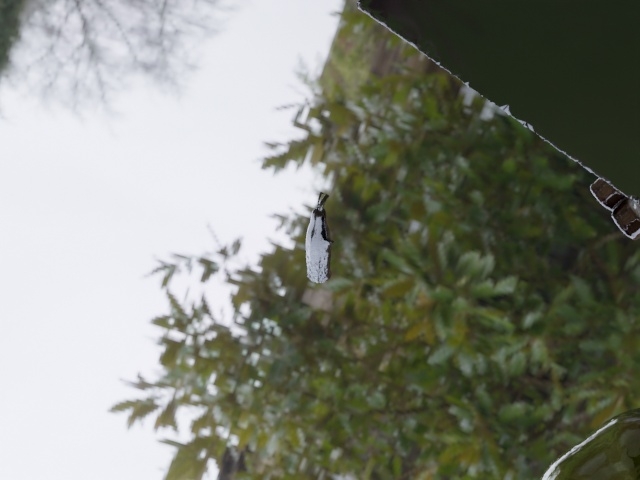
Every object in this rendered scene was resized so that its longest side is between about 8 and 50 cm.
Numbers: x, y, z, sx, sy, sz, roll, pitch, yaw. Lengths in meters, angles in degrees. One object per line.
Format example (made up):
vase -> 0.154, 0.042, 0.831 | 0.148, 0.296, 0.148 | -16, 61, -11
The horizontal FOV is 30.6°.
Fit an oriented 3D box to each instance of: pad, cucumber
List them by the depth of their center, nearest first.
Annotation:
pad -> 0.154, -0.123, 0.595 | 0.243, 0.163, 0.004 | 30, -175, -21
cucumber -> 0.000, 0.000, 1.600 | 0.039, 0.163, 0.043 | 22, -122, 14

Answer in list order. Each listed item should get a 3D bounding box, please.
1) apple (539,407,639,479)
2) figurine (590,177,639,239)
apple -> 0.465, 0.436, 1.518 | 0.474, 0.473, 0.473 | 17, -157, -7
figurine -> 0.551, -0.152, 1.626 | 0.167, 0.370, 0.281 | 18, -143, -59
